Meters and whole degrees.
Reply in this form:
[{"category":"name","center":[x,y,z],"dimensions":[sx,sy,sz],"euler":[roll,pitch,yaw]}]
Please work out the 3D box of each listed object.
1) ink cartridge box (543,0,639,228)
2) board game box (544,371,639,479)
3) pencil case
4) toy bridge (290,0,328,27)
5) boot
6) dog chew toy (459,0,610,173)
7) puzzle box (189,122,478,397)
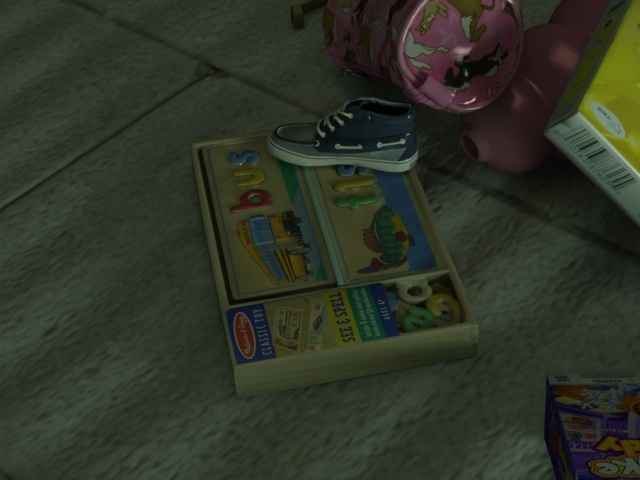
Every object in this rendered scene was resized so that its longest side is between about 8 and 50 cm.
[{"category":"ink cartridge box","center":[0.421,-0.133,1.446],"dimensions":[0.304,0.072,0.307],"euler":[41,58,-15]},{"category":"board game box","center":[0.394,0.202,1.169],"dimensions":[0.347,0.078,0.233],"euler":[-1,19,3]},{"category":"pencil case","center":[0.121,-0.264,1.611],"dimensions":[0.160,0.167,0.386],"euler":[-6,14,-14]},{"category":"toy bridge","center":[0.046,-0.358,1.923],"dimensions":[0.188,0.026,0.063],"euler":[-9,41,-7]},{"category":"boot","center":[0.026,-0.140,1.555],"dimensions":[0.190,0.086,0.069],"euler":[5,42,9]},{"category":"dog chew toy","center":[0.317,-0.196,1.604],"dimensions":[0.332,0.206,0.206],"euler":[-32,48,-17]},{"category":"puzzle box","center":[0.000,0.000,1.505],"dimensions":[0.272,0.052,0.409],"euler":[-10,42,-7]}]
